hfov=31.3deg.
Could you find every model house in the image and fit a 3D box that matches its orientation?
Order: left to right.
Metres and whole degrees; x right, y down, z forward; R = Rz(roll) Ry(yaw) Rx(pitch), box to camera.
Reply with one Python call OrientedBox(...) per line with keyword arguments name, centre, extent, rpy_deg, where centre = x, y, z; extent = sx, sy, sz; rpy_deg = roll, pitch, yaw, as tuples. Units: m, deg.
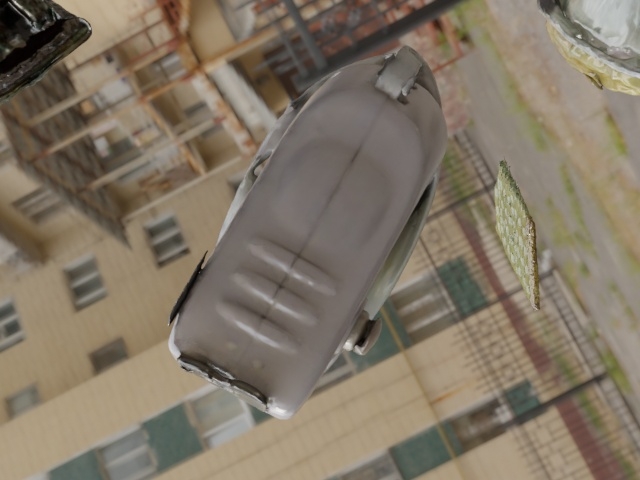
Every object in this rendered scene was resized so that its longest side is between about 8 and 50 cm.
OrientedBox(name="model house", centre=(-0.281, -0.172, 0.822), extent=(0.152, 0.165, 0.106), rpy_deg=(51, -176, -47))

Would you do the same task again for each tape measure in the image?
OrientedBox(name="tape measure", centre=(0.000, 0.000, 0.711), extent=(0.120, 0.236, 0.197), rpy_deg=(29, 166, 5))

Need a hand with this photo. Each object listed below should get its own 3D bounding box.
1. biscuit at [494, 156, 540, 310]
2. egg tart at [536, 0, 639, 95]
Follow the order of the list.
OrientedBox(name="biscuit", centre=(0.243, -0.018, 1.429), extent=(0.203, 0.016, 0.144), rpy_deg=(-99, 0, -59))
OrientedBox(name="egg tart", centre=(0.234, -0.162, 0.625), extent=(0.234, 0.234, 0.094), rpy_deg=(-112, 5, -51))
